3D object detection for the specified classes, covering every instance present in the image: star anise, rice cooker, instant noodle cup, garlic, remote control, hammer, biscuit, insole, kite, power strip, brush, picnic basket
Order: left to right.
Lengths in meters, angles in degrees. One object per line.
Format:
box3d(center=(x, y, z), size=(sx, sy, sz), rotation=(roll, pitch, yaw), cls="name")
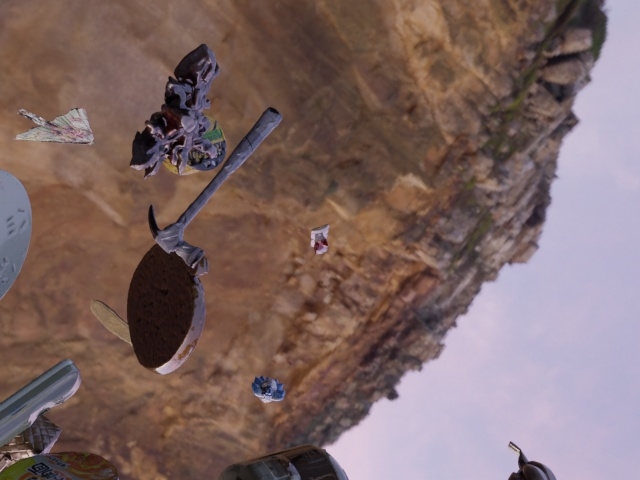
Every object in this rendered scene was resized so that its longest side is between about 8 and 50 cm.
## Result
box3d(center=(-0.765, -0.013, 1.690), size=(0.357, 0.161, 0.358), rotation=(14, 90, -76), cls="power strip")
box3d(center=(-0.625, 0.361, 1.597), size=(0.335, 0.066, 0.128), rotation=(-36, 169, -21), cls="remote control")
box3d(center=(-0.712, 0.483, 1.893), size=(0.178, 0.137, 0.128), rotation=(-47, -174, 23), cls="picnic basket")
box3d(center=(-0.577, 0.613, 1.759), size=(0.264, 0.264, 0.200), rotation=(-142, -125, -67), cls="instant noodle cup")
box3d(center=(-0.762, -0.328, 2.339), size=(0.322, 0.267, 0.013), rotation=(-15, -113, 34), cls="kite")
box3d(center=(-0.608, 0.256, 2.409), size=(0.011, 0.247, 0.081), rotation=(-26, 138, -49), cls="insole")
box3d(center=(-0.406, 0.164, 2.188), size=(0.350, 0.070, 0.394), rotation=(-43, -135, 28), cls="biscuit")
box3d(center=(-0.255, -0.230, 1.487), size=(0.212, 0.129, 0.283), rotation=(98, 12, -58), cls="star anise")
box3d(center=(-0.326, -0.231, 2.001), size=(0.122, 0.151, 0.152), rotation=(-20, -139, 51), cls="instant noodle cup")
box3d(center=(-0.206, -0.134, 1.738), size=(0.427, 0.152, 0.044), rotation=(-51, -178, -27), cls="hammer")
box3d(center=(-0.107, 0.712, 2.096), size=(0.335, 0.325, 0.336), rotation=(9, -79, 56), cls="rice cooker")
box3d(center=(0.000, 0.000, 2.602), size=(0.060, 0.050, 0.321), rotation=(-19, 171, -4), cls="brush")
box3d(center=(0.406, 0.473, 1.568), size=(0.131, 0.127, 0.194), rotation=(-57, -147, 40), cls="garlic")

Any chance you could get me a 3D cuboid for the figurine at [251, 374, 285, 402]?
box3d(center=(-0.165, 0.463, 2.538), size=(0.114, 0.114, 0.079), rotation=(-95, -165, -57), cls="figurine")
